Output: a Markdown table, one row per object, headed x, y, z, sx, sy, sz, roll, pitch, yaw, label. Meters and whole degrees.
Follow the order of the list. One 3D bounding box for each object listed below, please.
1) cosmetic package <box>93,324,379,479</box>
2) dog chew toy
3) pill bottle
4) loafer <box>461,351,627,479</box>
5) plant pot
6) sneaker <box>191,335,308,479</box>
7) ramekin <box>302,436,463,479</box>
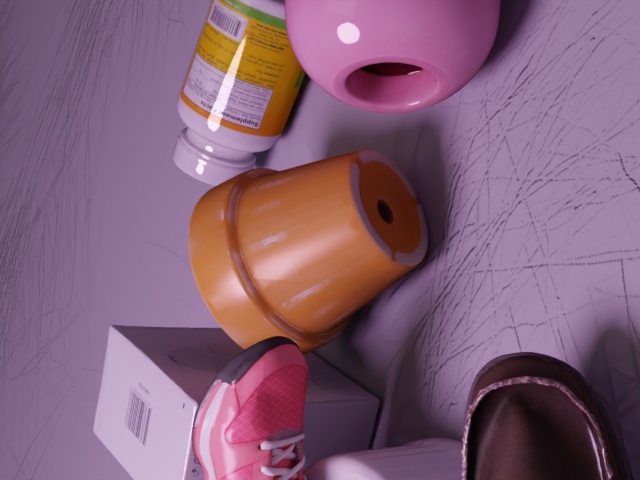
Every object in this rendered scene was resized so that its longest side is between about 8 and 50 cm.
| x | y | z | sx | sy | sz | roll | pitch | yaw | label |
| --- | --- | --- | --- | --- | --- | --- | --- | --- | --- |
| -0.097 | 0.193 | 1.212 | 0.224 | 0.224 | 0.138 | 29 | 111 | 54 | cosmetic package |
| 0.071 | -0.297 | 1.088 | 0.206 | 0.206 | 0.332 | -27 | 55 | 51 | dog chew toy |
| -0.095 | -0.194 | 1.352 | 0.136 | 0.136 | 0.246 | 50 | 125 | 47 | pill bottle |
| 0.179 | 0.269 | 0.853 | 0.134 | 0.130 | 0.366 | -8 | 84 | 13 | loafer |
| 0.000 | 0.000 | 1.149 | 0.188 | 0.205 | 0.205 | -26 | 62 | 34 | plant pot |
| -0.048 | 0.244 | 1.026 | 0.136 | 0.116 | 0.314 | 24 | 106 | 36 | sneaker |
| 0.065 | 0.324 | 1.034 | 0.277 | 0.135 | 0.277 | -14 | 73 | 53 | ramekin |
